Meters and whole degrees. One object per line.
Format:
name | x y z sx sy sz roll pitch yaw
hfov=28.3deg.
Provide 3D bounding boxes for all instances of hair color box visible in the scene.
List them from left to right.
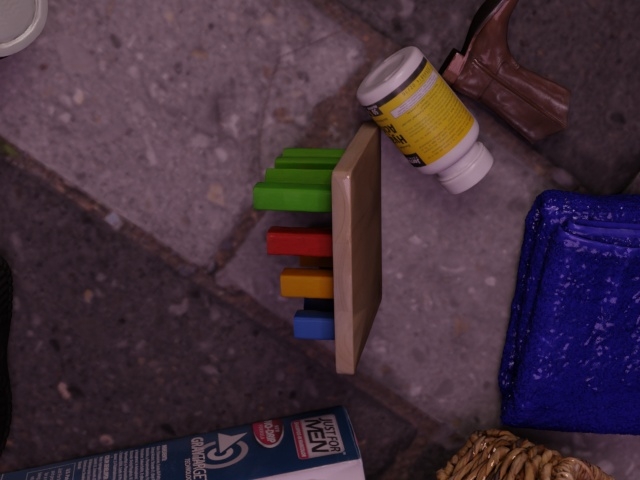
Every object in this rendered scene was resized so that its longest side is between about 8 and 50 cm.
hair color box | -0.127 0.273 1.107 0.347 0.105 0.174 -11 110 -4

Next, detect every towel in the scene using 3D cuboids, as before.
towel | 0.321 0.074 1.112 0.308 0.076 0.227 4 107 -8

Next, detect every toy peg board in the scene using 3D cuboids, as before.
toy peg board | 0.000 0.000 1.014 0.079 0.161 0.160 3 109 11

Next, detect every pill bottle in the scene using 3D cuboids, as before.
pill bottle | 0.088 -0.095 1.032 0.065 0.065 0.116 -40 108 7

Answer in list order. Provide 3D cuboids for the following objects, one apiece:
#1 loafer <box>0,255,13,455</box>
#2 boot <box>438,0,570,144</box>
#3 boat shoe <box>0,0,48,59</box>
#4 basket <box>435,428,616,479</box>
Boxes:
loafer | -0.305 0.113 1.055 0.078 0.080 0.220 10 98 14
boot | 0.169 -0.144 1.041 0.114 0.037 0.106 31 115 -12
boat shoe | -0.307 -0.265 0.912 0.114 0.091 0.302 -31 108 -23
basket | 0.229 0.320 1.072 0.213 0.223 0.299 -45 118 -20
